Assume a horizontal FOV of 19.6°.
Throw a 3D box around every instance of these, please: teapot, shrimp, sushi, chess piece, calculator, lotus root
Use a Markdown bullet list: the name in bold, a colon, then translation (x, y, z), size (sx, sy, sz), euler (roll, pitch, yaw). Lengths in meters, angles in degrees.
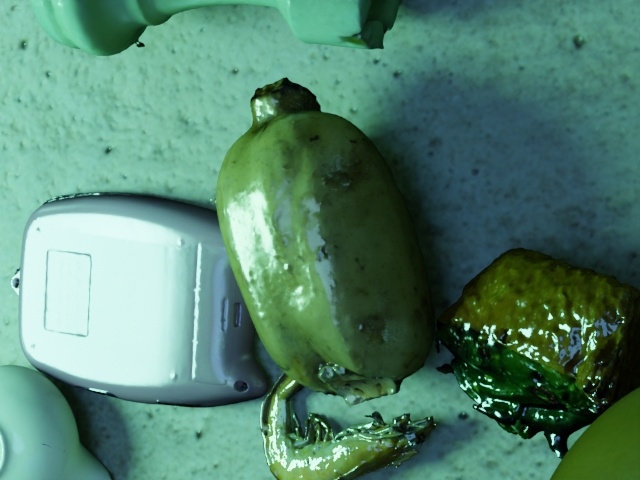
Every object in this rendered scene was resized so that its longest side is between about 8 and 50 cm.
- **teapot**: translation (-0.306, 0.187, 1.785), size (0.226, 0.092, 0.145), euler (39, 110, 25)
- **shrimp**: translation (0.019, 0.153, 1.636), size (0.178, 0.034, 0.124), euler (-27, 74, 32)
- **sushi**: translation (0.194, 0.094, 1.463), size (0.140, 0.149, 0.287), euler (-56, 27, -5)
- **chess piece**: translation (-0.084, -0.241, 1.592), size (0.299, 0.194, 0.194), euler (10, 98, 19)
- **calculator**: translation (-0.178, 0.054, 1.730), size (0.294, 0.043, 0.194), euler (6, 97, 30)
- **lotus root**: translation (0.000, 0.000, 1.571), size (0.160, 0.146, 0.284), euler (-18, 83, 18)

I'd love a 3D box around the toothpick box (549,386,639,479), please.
- **toothpick box**: translation (0.343, 0.272, 1.255), size (0.425, 0.409, 0.409), euler (-2, 92, 34)
